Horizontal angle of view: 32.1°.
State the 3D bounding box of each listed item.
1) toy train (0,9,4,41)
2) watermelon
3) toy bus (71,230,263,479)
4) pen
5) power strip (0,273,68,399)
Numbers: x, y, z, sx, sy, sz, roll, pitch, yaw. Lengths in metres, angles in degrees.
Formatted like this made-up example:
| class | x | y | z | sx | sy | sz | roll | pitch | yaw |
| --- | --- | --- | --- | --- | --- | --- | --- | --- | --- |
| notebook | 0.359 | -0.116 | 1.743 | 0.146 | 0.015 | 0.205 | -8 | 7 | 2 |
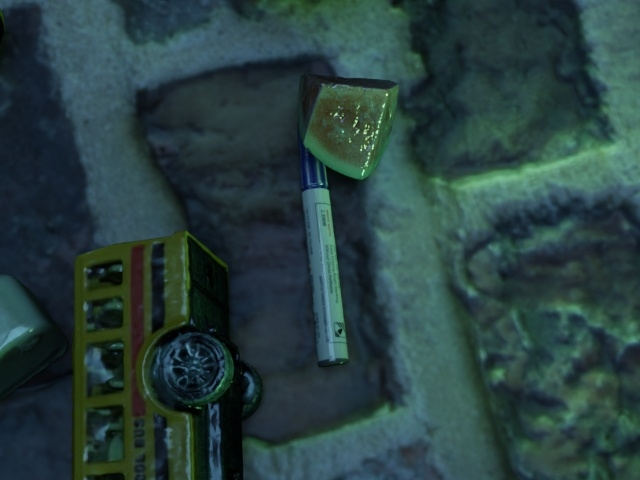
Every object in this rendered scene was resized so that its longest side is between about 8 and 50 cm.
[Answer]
| class | x | y | z | sx | sy | sz | roll | pitch | yaw |
| --- | --- | --- | --- | --- | --- | --- | --- | --- | --- |
| toy train | -0.336 | -0.139 | 0.894 | 0.127 | 0.089 | 0.219 | 17 | 74 | -5 |
| watermelon | 0.023 | -0.094 | 0.875 | 0.085 | 0.072 | 0.092 | -9 | 72 | -17 |
| toy bus | -0.109 | 0.170 | 0.786 | 0.123 | 0.121 | 0.335 | -5 | 74 | 8 |
| pen | 0.000 | 0.000 | 0.882 | 0.025 | 0.025 | 0.204 | -6 | 73 | -1 |
| power strip | -0.361 | 0.164 | 0.805 | 0.385 | 0.091 | 0.062 | -37 | 75 | -9 |
